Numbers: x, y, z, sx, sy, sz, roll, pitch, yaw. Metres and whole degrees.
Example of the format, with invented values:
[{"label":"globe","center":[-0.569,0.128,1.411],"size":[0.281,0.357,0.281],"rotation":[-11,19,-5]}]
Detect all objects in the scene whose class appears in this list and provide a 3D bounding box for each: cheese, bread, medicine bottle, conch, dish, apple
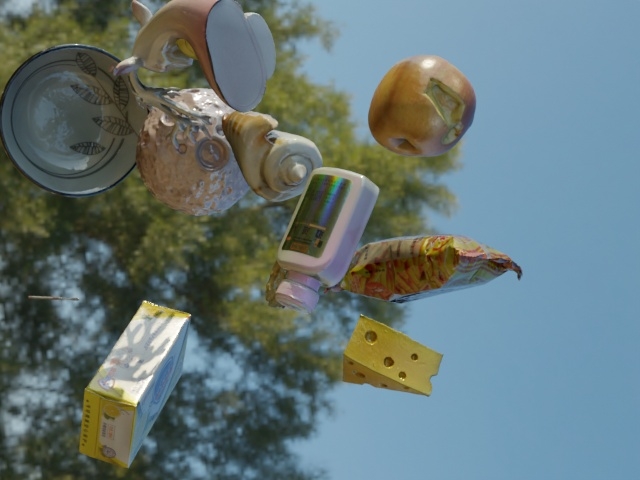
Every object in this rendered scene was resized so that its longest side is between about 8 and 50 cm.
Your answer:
[{"label":"cheese","center":[0.135,0.227,2.035],"size":[0.126,0.171,0.093],"rotation":[88,21,-59]},{"label":"bread","center":[-0.042,0.028,1.841],"size":[0.136,0.054,0.154],"rotation":[-60,-174,34]},{"label":"medicine bottle","center":[0.000,0.000,1.648],"size":[0.115,0.078,0.219],"rotation":[12,-106,41]},{"label":"conch","center":[-0.106,-0.145,1.944],"size":[0.255,0.158,0.127],"rotation":[21,-102,54]},{"label":"dish","center":[-0.513,-0.248,2.240],"size":[0.106,0.316,0.317],"rotation":[19,-67,57]},{"label":"apple","center":[0.173,-0.231,1.920],"size":[0.199,0.199,0.199],"rotation":[174,-90,-69]}]

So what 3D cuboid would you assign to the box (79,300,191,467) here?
[{"label":"box","center":[-0.331,0.254,1.967],"size":[0.265,0.097,0.168],"rotation":[-64,170,-54]}]

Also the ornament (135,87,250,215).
[{"label":"ornament","center":[-0.238,-0.178,2.183],"size":[0.225,0.259,0.260],"rotation":[-154,-120,-72]}]

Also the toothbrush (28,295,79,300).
[{"label":"toothbrush","center":[-0.509,0.110,2.090],"size":[0.008,0.096,0.006],"rotation":[117,-24,-81]}]

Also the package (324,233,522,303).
[{"label":"package","center":[0.162,0.040,1.764],"size":[0.288,0.223,0.109],"rotation":[-13,-98,27]}]

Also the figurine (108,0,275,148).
[{"label":"figurine","center":[-0.217,-0.289,1.864],"size":[0.315,0.284,0.206],"rotation":[16,-104,42]}]
